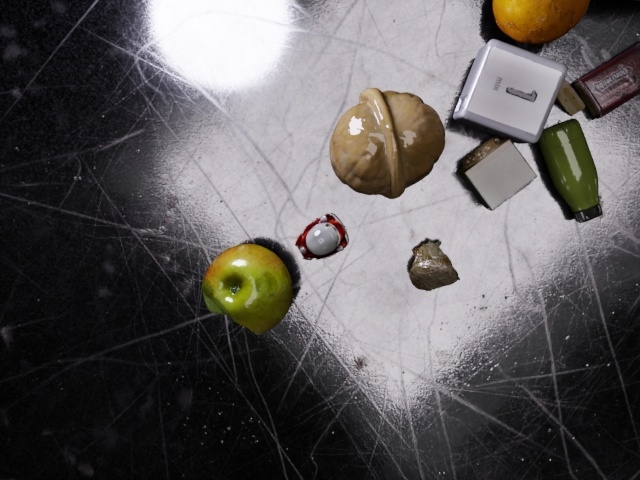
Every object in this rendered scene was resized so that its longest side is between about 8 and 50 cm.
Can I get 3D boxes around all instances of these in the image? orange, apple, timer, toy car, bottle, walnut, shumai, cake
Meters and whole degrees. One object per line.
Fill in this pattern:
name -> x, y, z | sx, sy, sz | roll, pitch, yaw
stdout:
orange -> 0.537, -0.600, 1.617 | 0.239, 0.240, 0.240 | 0, 95, 5
apple -> -0.197, 0.133, 1.749 | 0.246, 0.226, 0.246 | 0, 93, 6
timer -> 0.457, -0.358, 1.627 | 0.194, 0.192, 0.194 | 20, 99, 1
toy car -> 0.000, 0.000, 1.776 | 0.139, 0.112, 0.112 | -29, 93, 6
bottle -> 0.650, -0.176, 1.707 | 0.112, 0.112, 0.260 | -21, 94, 6
walnut -> 0.166, -0.245, 1.667 | 0.296, 0.285, 0.285 | -15, 94, 0
shumai -> 0.301, 0.061, 1.766 | 0.145, 0.146, 0.116 | 3, 58, 4
cake -> 0.636, -0.373, 1.720 | 0.052, 0.065, 0.121 | -43, 98, 10

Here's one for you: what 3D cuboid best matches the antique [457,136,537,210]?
antique -> 0.446, -0.177, 1.704 | 0.146, 0.152, 0.148 | -38, 94, 9

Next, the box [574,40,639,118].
box -> 0.780, -0.419, 1.697 | 0.224, 0.069, 0.120 | -30, 92, 8
